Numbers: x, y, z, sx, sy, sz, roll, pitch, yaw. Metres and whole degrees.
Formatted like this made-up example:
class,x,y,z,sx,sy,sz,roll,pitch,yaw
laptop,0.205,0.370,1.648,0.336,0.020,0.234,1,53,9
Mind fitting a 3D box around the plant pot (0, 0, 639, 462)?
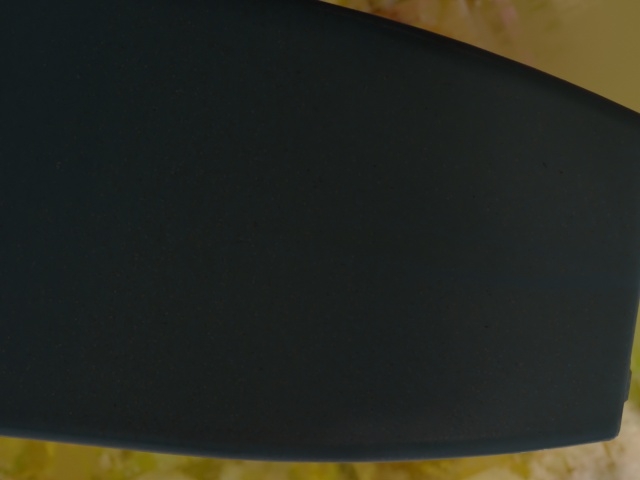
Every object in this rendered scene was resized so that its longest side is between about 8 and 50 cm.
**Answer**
class,x,y,z,sx,sy,sz,roll,pitch,yaw
plant pot,0.000,0.000,0.558,0.234,0.165,0.165,9,180,12
